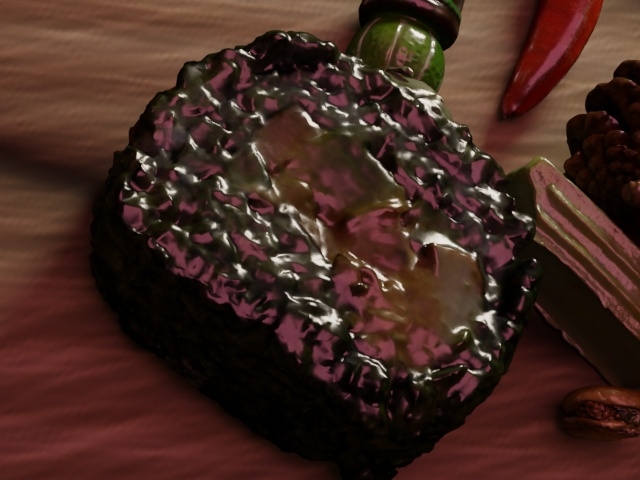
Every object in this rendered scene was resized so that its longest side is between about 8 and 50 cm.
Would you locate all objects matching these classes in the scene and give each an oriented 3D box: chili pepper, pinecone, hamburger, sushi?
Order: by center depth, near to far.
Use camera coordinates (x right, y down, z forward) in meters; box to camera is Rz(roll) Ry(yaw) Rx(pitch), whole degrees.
[{"bbox_3d":[0.000,0.000,1.225,0.352,0.178,0.294,38,62,0],"label":"sushi"},{"bbox_3d":[0.246,0.149,1.310,0.076,0.083,0.044,9,80,-16],"label":"hamburger"},{"bbox_3d":[0.324,-0.086,1.367,0.185,0.168,0.212,38,66,3],"label":"pinecone"},{"bbox_3d":[0.233,-0.228,1.445,0.063,0.071,0.272,40,63,-47],"label":"chili pepper"}]

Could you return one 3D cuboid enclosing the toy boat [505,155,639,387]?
[{"bbox_3d":[0.253,0.050,1.331,0.276,0.111,0.084,43,70,-5],"label":"toy boat"}]

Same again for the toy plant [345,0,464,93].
[{"bbox_3d":[0.074,-0.179,1.358,0.092,0.093,0.162,22,66,-11],"label":"toy plant"}]
